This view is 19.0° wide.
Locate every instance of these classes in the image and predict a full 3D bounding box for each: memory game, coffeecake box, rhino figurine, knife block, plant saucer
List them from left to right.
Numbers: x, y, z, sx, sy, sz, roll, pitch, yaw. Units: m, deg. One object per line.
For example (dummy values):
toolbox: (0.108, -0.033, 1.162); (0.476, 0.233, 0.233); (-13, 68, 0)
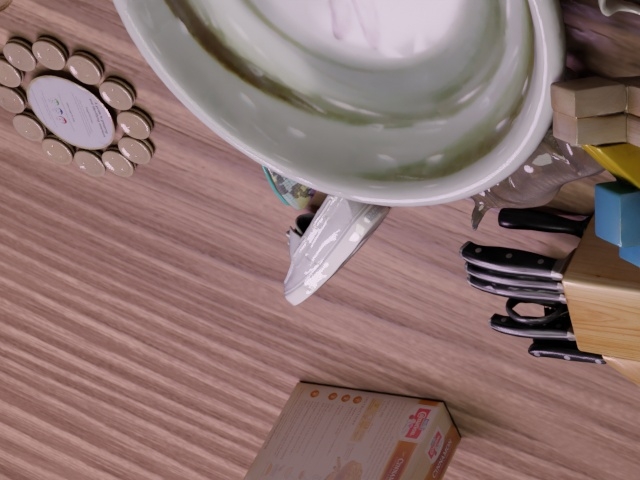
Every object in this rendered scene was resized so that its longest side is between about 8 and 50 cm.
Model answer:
memory game: (-0.245, -0.130, 1.881); (0.186, 0.012, 0.186); (20, 144, 15)
plant saucer: (0.017, -0.207, 1.486); (0.400, 0.100, 0.400); (21, 141, 18)
coffeecake box: (0.033, 0.233, 2.019); (0.185, 0.142, 0.068); (5, 139, 33)
rhino figurine: (0.162, -0.073, 1.589); (0.106, 0.073, 0.243); (42, 146, -12)
knife block: (0.263, 0.029, 1.628); (0.242, 0.088, 0.276); (36, 146, -8)

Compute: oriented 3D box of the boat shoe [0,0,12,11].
boat shoe: (-0.275, -0.254, 1.697); (0.059, 0.063, 0.170); (32, 146, 8)

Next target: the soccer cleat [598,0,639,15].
soccer cleat: (0.292, -0.177, 1.351); (0.196, 0.076, 0.068); (8, 140, 30)

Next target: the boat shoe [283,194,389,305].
boat shoe: (0.000, 0.000, 1.820); (0.063, 0.066, 0.184); (45, 149, 4)

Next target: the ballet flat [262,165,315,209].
ballet flat: (-0.033, -0.114, 1.696); (0.079, 0.077, 0.221); (-13, 130, 21)

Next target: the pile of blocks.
pile of blocks: (0.311, 0.009, 1.408); (0.362, 0.149, 0.112); (33, 180, -22)
